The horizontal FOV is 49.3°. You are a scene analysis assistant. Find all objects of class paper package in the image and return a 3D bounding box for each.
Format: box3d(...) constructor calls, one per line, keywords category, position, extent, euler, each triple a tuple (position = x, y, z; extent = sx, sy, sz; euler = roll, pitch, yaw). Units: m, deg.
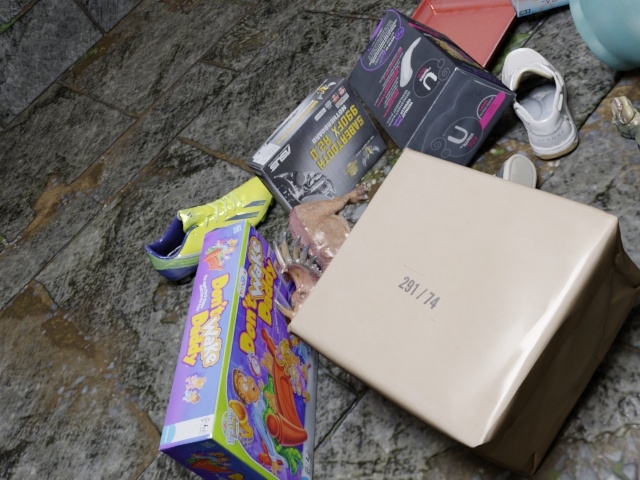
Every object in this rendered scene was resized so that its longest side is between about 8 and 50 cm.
box3d(category="paper package", position=(0.176, 0.076, 0.880), extent=(0.325, 0.168, 0.309), euler=(27, 82, 44))

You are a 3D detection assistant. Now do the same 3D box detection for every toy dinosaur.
box3d(category="toy dinosaur", position=(0.505, -0.142, 0.971), extent=(0.118, 0.064, 0.268), euler=(-46, 30, 27))
box3d(category="toy dinosaur", position=(0.000, 0.000, 1.098), extent=(0.201, 0.127, 0.295), euler=(-8, 35, -15))

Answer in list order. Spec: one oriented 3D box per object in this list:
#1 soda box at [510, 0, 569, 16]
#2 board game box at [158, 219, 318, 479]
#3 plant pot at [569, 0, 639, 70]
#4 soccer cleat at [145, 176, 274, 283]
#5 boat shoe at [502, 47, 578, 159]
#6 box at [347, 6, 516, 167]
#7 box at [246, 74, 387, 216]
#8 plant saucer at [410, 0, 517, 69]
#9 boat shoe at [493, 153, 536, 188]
box3d(category="soda box", position=(0.452, -0.483, 1.309), extent=(0.183, 0.063, 0.058), euler=(-13, 54, 5))
box3d(category="board game box", position=(-0.094, 0.176, 0.986), extent=(0.078, 0.233, 0.347), euler=(-19, 44, 22))
box3d(category="plant pot", position=(0.514, -0.382, 1.067), extent=(0.196, 0.293, 0.293), euler=(-30, 31, 53))
box3d(category="soccer cleat", position=(-0.213, -0.037, 1.366), extent=(0.289, 0.121, 0.093), euler=(-41, 39, -4))
box3d(category="boat shoe", position=(0.361, -0.258, 1.171), extent=(0.098, 0.096, 0.277), euler=(-23, 42, 17))
box3d(category="box", position=(0.184, -0.268, 1.226), extent=(0.165, 0.143, 0.270), euler=(-58, 35, 26))
box3d(category="box", position=(-0.001, -0.156, 1.277), extent=(0.231, 0.183, 0.056), euler=(-48, 39, -13))
box3d(category="plant saucer", position=(0.273, -0.411, 1.425), extent=(0.259, 0.047, 0.258), euler=(10, 59, 43))
box3d(category="boat shoe", position=(0.276, -0.036, 1.063), extent=(0.065, 0.075, 0.206), euler=(-41, 23, 60))
